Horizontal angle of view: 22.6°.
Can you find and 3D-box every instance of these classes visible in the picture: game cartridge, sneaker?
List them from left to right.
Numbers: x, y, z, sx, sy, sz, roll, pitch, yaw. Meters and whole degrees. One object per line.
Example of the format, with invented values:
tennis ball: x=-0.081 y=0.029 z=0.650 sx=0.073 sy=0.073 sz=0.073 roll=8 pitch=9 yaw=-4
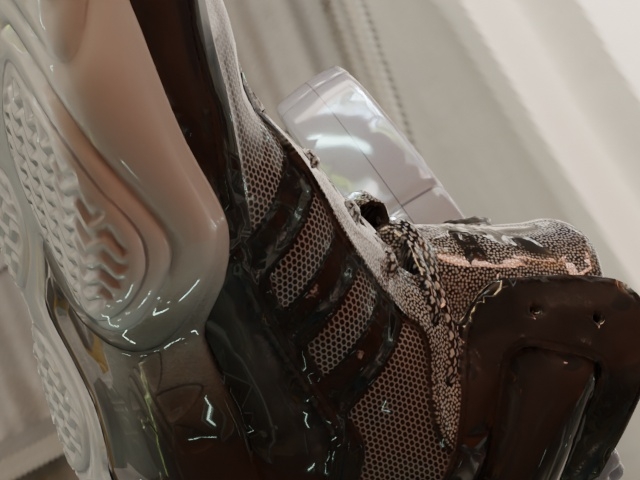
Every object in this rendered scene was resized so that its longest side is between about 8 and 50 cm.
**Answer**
sneaker: x=0.000 y=0.000 z=0.429 sx=0.153 sy=0.101 sz=0.268 roll=-22 pitch=-62 yaw=-21
game cartridge: x=0.060 y=0.013 z=0.894 sx=0.062 sy=0.297 sz=0.198 roll=-37 pitch=-62 yaw=3
